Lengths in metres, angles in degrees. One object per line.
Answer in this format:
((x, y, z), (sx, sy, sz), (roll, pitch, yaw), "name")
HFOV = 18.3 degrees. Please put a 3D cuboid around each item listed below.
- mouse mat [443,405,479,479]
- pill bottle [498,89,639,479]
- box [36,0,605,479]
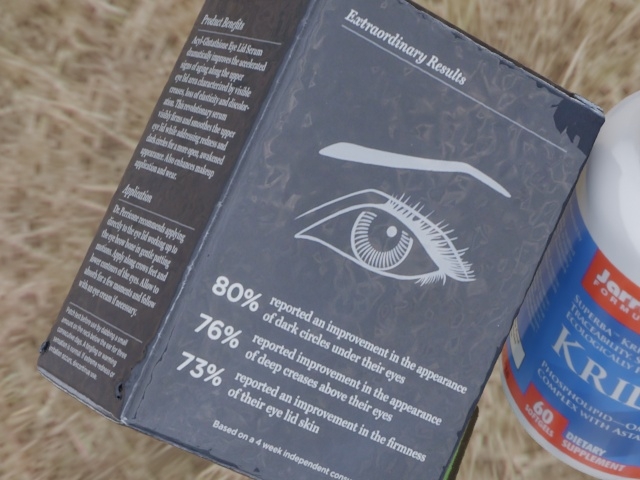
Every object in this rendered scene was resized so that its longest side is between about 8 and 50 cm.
((-0.017, 0.079, 1.001), (0.190, 0.152, 0.007), (22, 113, 6), "mouse mat")
((0.165, 0.006, 0.904), (0.124, 0.221, 0.124), (6, 51, -8), "pill bottle")
((0.000, 0.000, 0.842), (0.153, 0.108, 0.207), (27, 86, -28), "box")
